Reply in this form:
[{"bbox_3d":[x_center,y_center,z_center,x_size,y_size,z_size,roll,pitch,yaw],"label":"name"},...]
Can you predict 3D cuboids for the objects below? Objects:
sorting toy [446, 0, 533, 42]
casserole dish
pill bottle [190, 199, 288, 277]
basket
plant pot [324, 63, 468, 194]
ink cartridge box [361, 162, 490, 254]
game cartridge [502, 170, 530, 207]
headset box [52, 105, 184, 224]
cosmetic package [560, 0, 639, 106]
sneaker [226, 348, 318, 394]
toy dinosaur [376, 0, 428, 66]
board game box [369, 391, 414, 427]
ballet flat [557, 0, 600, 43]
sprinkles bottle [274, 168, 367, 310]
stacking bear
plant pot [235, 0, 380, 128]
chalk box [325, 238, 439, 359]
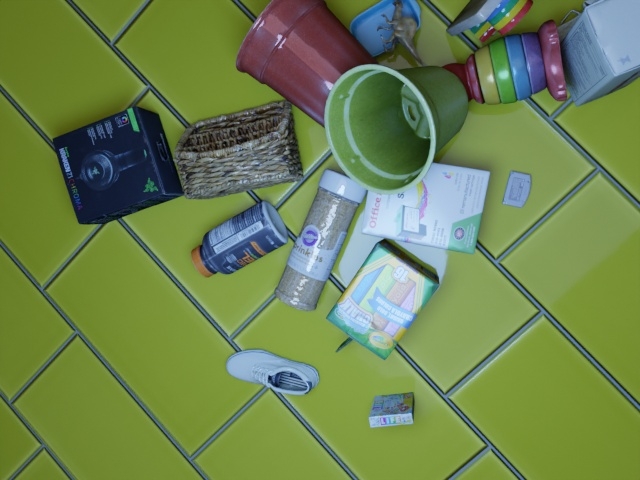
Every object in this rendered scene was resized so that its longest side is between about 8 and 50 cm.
[{"bbox_3d":[0.429,-0.562,1.227,0.089,0.257,0.255,39,99,-10],"label":"sorting toy"},{"bbox_3d":[0.163,-0.539,1.381,0.188,0.037,0.114,-28,87,10],"label":"casserole dish"},{"bbox_3d":[-0.218,0.006,1.434,0.245,0.130,0.130,-28,87,12],"label":"pill bottle"},{"bbox_3d":[-0.215,-0.237,1.379,0.299,0.213,0.223,-9,92,11],"label":"basket"},{"bbox_3d":[0.193,-0.275,1.217,0.276,0.254,0.276,23,128,32],"label":"plant pot"},{"bbox_3d":[0.253,-0.090,1.344,0.278,0.117,0.201,11,95,11],"label":"ink cartridge box"},{"bbox_3d":[0.487,-0.125,1.349,0.056,0.017,0.083,15,96,13],"label":"game cartridge"},{"bbox_3d":[-0.537,-0.201,1.485,0.283,0.131,0.246,-17,90,11],"label":"headset box"},{"bbox_3d":[0.616,-0.405,1.166,0.129,0.296,0.153,-22,89,12],"label":"cosmetic package"},{"bbox_3d":[-0.134,0.350,1.454,0.258,0.091,0.094,5,94,11],"label":"sneaker"},{"bbox_3d":[0.195,-0.500,1.332,0.092,0.053,0.183,-21,90,10],"label":"toy dinosaur"},{"bbox_3d":[0.181,0.422,1.364,0.103,0.154,0.026,-10,91,11],"label":"board game box"},{"bbox_3d":[0.622,-0.535,1.284,0.168,0.057,0.052,-39,76,10],"label":"ballet flat"},{"bbox_3d":[0.000,0.000,1.396,0.121,0.121,0.355,24,97,9],"label":"sprinkles bottle"},{"bbox_3d":[0.405,-0.389,1.282,0.289,0.164,0.175,-11,115,22],"label":"stacking bear"},{"bbox_3d":[-0.015,-0.430,1.319,0.265,0.272,0.272,41,99,-1],"label":"plant pot"},{"bbox_3d":[0.140,0.166,1.349,0.179,0.180,0.289,34,100,8],"label":"chalk box"}]
